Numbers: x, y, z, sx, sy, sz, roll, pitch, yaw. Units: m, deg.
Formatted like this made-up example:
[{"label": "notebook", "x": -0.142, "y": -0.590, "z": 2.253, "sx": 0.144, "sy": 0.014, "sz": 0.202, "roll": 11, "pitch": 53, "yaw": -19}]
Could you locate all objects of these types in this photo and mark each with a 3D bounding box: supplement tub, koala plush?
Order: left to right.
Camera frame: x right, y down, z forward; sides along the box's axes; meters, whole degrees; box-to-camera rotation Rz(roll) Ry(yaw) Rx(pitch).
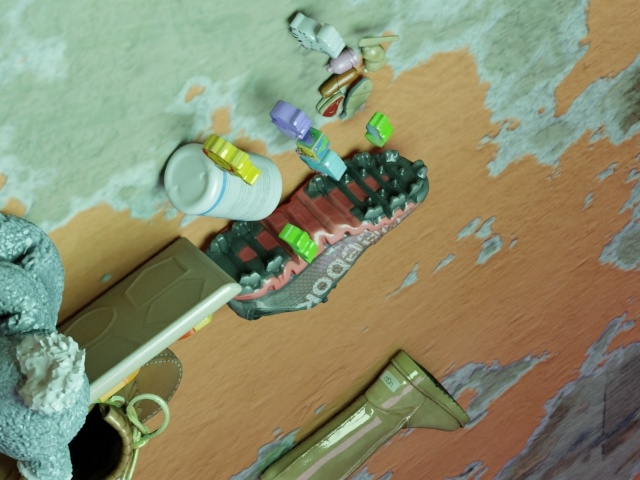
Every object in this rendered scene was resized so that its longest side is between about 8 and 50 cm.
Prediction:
[{"label": "koala plush", "x": -0.278, "y": 0.103, "z": 1.318, "sx": 0.203, "sy": 0.221, "sz": 0.196, "roll": -21, "pitch": 145, "yaw": -34}, {"label": "supplement tub", "x": -0.096, "y": -0.057, "z": 1.481, "sx": 0.107, "sy": 0.071, "sz": 0.071, "roll": 7, "pitch": 125, "yaw": -53}]

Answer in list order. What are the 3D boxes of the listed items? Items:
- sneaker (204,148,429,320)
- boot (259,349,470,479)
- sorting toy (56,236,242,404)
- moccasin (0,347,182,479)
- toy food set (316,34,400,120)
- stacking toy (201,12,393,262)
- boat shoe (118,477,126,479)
[{"label": "sneaker", "x": 0.000, "y": 0.000, "z": 1.648, "sx": 0.276, "sy": 0.097, "sz": 0.135, "roll": -31, "pitch": 149, "yaw": -16}, {"label": "boot", "x": 0.065, "y": 0.290, "z": 2.143, "sx": 0.269, "sy": 0.089, "sz": 0.236, "roll": -43, "pitch": 141, "yaw": 2}, {"label": "sorting toy", "x": -0.179, "y": 0.083, "z": 1.467, "sx": 0.193, "sy": 0.208, "sz": 0.038, "roll": -37, "pitch": 112, "yaw": -9}, {"label": "moccasin", "x": -0.239, "y": 0.198, "z": 1.498, "sx": 0.380, "sy": 0.147, "sz": 0.139, "roll": -25, "pitch": 134, "yaw": -66}, {"label": "toy food set", "x": 0.030, "y": -0.170, "z": 1.537, "sx": 0.078, "sy": 0.019, "sz": 0.122, "roll": -11, "pitch": 147, "yaw": -42}, {"label": "stacking toy", "x": -0.016, "y": -0.097, "z": 1.472, "sx": 0.167, "sy": 0.052, "sz": 0.221, "roll": -56, "pitch": 147, "yaw": -12}, {"label": "boat shoe", "x": -0.285, "y": 0.301, "z": 1.746, "sx": 0.076, "sy": 0.083, "sz": 0.226, "roll": -57, "pitch": 162, "yaw": 3}]
